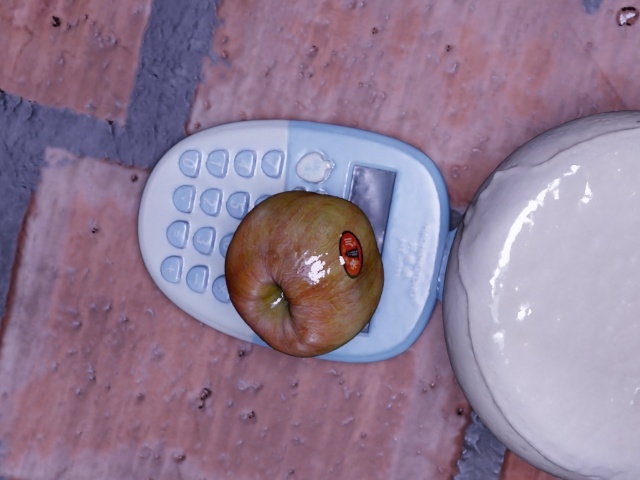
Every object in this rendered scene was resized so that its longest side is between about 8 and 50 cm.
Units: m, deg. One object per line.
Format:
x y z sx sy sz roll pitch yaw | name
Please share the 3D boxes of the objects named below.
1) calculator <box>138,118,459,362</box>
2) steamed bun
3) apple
0.000 0.000 1.478 0.302 0.042 0.188 11 93 7 | calculator
0.224 0.041 1.380 0.283 0.177 0.283 -1 97 -6 | steamed bun
-0.011 0.024 1.403 0.126 0.102 0.126 20 131 26 | apple
